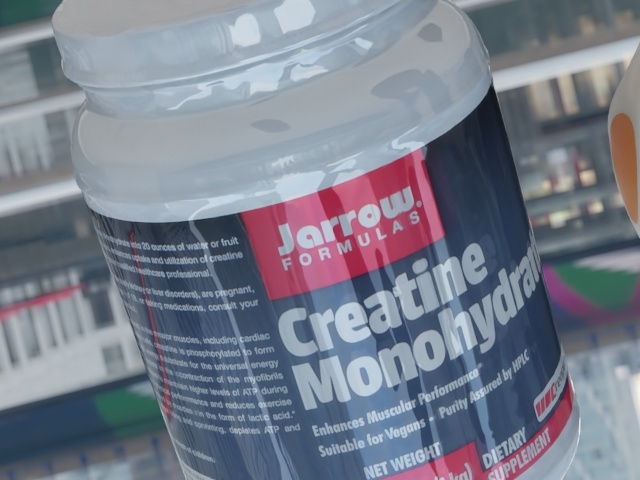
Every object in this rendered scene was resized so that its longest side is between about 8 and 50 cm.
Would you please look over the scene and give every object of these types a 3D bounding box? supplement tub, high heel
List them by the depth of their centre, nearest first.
[{"bbox_3d":[0.000,0.000,0.828,0.191,0.272,0.191,-15,-159,6],"label":"supplement tub"},{"bbox_3d":[0.263,-0.120,1.261,0.117,0.244,0.082,-5,-176,-10],"label":"high heel"}]
